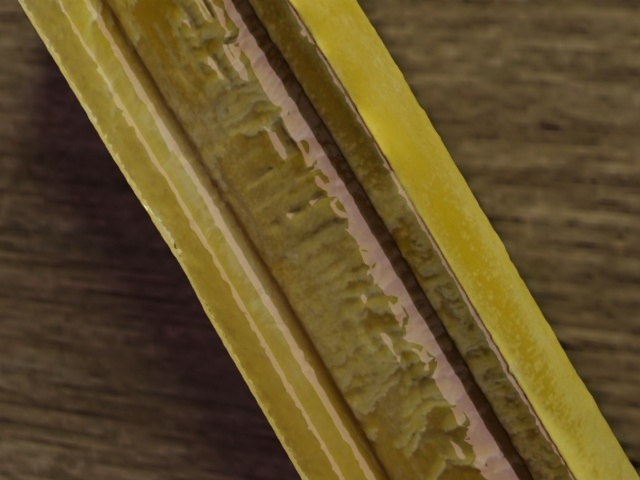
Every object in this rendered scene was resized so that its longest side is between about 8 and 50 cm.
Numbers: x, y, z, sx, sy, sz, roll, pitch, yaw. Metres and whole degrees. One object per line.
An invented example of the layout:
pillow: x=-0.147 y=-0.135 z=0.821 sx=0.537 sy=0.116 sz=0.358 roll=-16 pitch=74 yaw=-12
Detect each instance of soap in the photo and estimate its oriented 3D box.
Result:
soap: x=0.000 y=0.000 z=0.615 sx=0.092 sy=0.037 sz=0.252 roll=-31 pitch=90 yaw=35
